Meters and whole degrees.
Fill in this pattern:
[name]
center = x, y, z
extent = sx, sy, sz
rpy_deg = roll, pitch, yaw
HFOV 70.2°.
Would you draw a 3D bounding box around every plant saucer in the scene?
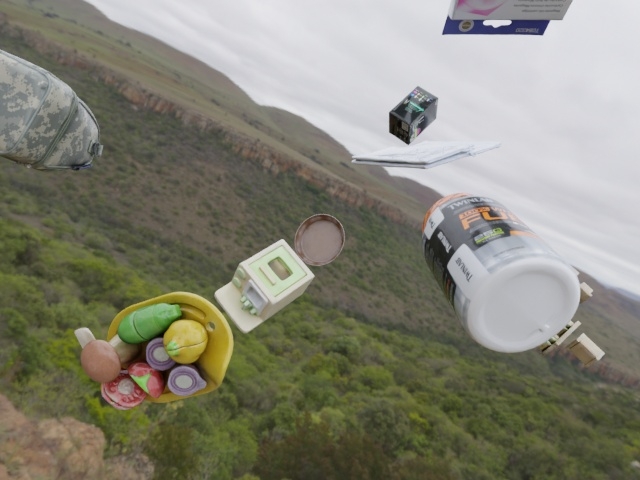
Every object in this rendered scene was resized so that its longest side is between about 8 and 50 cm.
[plant saucer]
center = 0.000, 0.000, 1.443
extent = 0.168, 0.168, 0.029
rpy_deg = 28, -3, 24

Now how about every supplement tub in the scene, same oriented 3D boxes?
[supplement tub]
center = 0.305, 0.037, 0.845
extent = 0.193, 0.193, 0.316
rpy_deg = 21, 23, -16

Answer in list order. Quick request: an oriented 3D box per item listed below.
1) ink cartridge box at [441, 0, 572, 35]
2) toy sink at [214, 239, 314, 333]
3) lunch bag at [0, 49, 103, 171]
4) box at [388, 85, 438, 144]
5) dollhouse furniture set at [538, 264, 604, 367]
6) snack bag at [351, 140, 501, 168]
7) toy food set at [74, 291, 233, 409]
[ink cartridge box]
center = 0.533, -0.685, 1.242
extent = 0.324, 0.071, 0.330
rpy_deg = -1, -30, -1
[toy sink]
center = -0.160, 0.126, 1.303
extent = 0.234, 0.131, 0.153
rpy_deg = -31, 74, -36
[lunch bag]
center = -0.687, -0.289, 1.035
extent = 0.305, 0.212, 0.256
rpy_deg = 24, -2, 3
[box]
center = 0.175, -0.236, 0.860
extent = 0.052, 0.083, 0.062
rpy_deg = 40, -15, 23
[dollhouse furniture set]
center = 0.502, 0.168, 0.924
extent = 0.101, 0.161, 0.182
rpy_deg = -28, 63, -28
[snack bag]
center = 0.318, -0.268, 1.361
extent = 0.342, 0.037, 0.323
rpy_deg = -19, 20, -29
[toy food set]
center = -0.208, 0.141, 0.525
extent = 0.218, 0.128, 0.071
rpy_deg = -20, 4, 19
